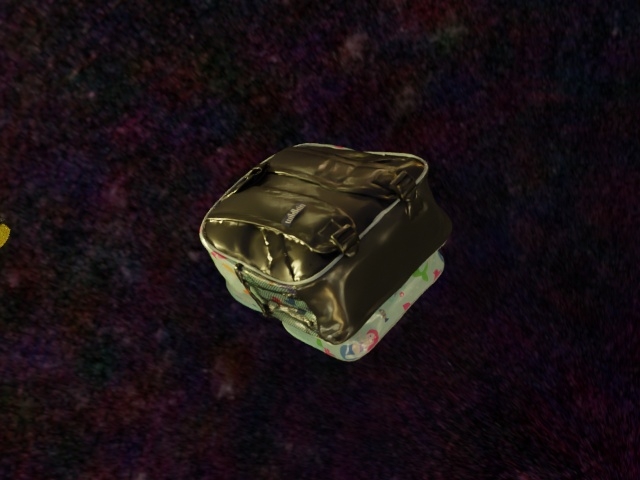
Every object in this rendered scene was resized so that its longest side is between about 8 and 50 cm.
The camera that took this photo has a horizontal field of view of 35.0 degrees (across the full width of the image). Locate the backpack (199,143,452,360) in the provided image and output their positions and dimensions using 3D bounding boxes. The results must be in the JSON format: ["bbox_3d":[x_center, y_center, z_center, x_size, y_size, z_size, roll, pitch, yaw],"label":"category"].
[{"bbox_3d":[0.000,0.000,1.143,0.254,0.191,0.225,20,55,42],"label":"backpack"}]

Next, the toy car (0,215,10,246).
[{"bbox_3d":[-0.581,-0.078,1.451,0.225,0.053,0.238,-18,100,-29],"label":"toy car"}]
